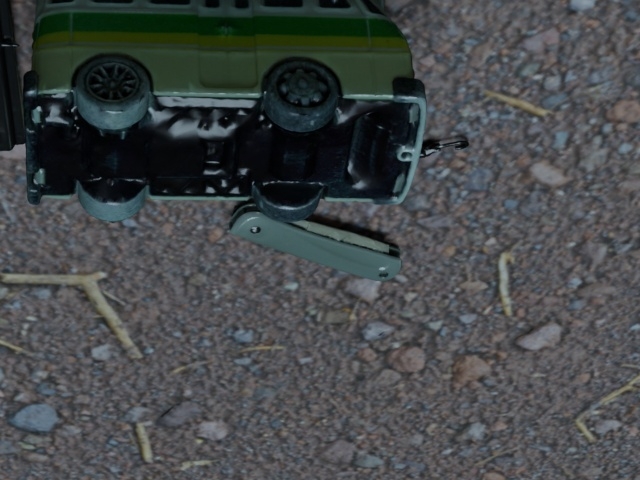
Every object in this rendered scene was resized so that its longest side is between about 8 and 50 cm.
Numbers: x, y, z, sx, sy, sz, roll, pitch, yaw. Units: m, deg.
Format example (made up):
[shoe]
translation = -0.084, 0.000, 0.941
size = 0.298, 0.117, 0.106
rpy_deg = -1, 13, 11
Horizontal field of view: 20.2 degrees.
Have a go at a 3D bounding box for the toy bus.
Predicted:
[toy bus]
translation = -0.071, -0.113, 1.287
size = 0.276, 0.164, 0.133
rpy_deg = 0, 144, -8

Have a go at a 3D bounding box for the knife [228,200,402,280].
[knife]
translation = 0.000, 0.000, 1.542
size = 0.162, 0.023, 0.044
rpy_deg = 18, 137, -26

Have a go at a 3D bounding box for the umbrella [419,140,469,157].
[umbrella]
translation = 0.061, -0.069, 1.475
size = 0.122, 0.013, 0.022
rpy_deg = -11, 162, 5

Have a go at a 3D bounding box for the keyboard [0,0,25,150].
[keyboard]
translation = -0.269, -0.148, 1.331
size = 0.094, 0.025, 0.230
rpy_deg = 0, 140, -4
